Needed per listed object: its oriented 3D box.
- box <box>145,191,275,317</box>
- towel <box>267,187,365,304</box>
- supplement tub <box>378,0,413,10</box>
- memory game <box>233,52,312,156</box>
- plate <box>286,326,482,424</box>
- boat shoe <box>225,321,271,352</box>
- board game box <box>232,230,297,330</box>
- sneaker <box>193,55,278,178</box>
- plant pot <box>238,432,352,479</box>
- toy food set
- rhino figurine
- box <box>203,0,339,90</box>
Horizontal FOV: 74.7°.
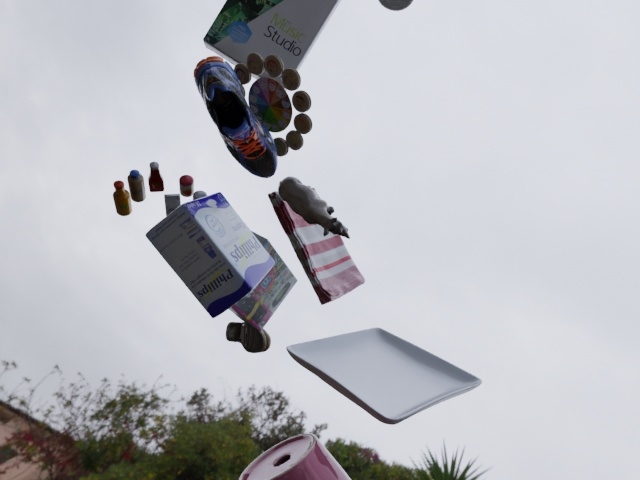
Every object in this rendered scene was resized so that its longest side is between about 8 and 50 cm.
[{"bbox_3d":[-0.141,0.013,0.571,0.072,0.126,0.137,-35,-84,14],"label":"box"},{"bbox_3d":[0.000,0.000,1.168,0.037,0.237,0.328,-31,-97,30],"label":"towel"},{"bbox_3d":[0.234,-0.770,1.209,0.117,0.117,0.190,4,-117,29],"label":"supplement tub"},{"bbox_3d":[-0.093,-0.239,0.752,0.186,0.012,0.186,19,-51,25],"label":"memory game"},{"bbox_3d":[0.118,0.253,0.807,0.278,0.278,0.045,18,-77,48],"label":"plate"},{"bbox_3d":[-0.258,0.364,1.626,0.307,0.105,0.110,4,-98,55],"label":"boat shoe"},{"bbox_3d":[-0.215,0.137,1.355,0.098,0.303,0.224,26,-109,29],"label":"board game box"},{"bbox_3d":[-0.136,-0.183,0.691,0.083,0.221,0.087,-27,-138,7],"label":"sneaker"},{"bbox_3d":[-0.023,0.397,0.606,0.201,0.201,0.180,-30,-95,30],"label":"plant pot"},{"bbox_3d":[-0.420,-0.139,1.111,0.104,0.233,0.111,110,-31,-51],"label":"toy food set"},{"bbox_3d":[-0.016,-0.075,1.033,0.243,0.106,0.073,43,-80,25],"label":"rhino figurine"},{"bbox_3d":[-0.112,-0.569,1.064,0.232,0.058,0.321,31,-92,-8],"label":"box"}]
